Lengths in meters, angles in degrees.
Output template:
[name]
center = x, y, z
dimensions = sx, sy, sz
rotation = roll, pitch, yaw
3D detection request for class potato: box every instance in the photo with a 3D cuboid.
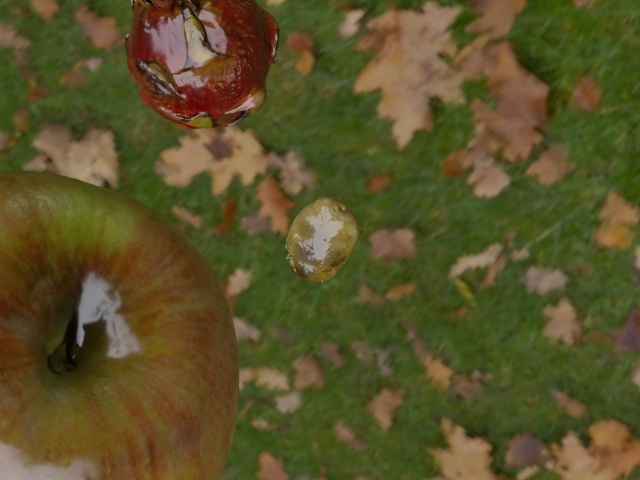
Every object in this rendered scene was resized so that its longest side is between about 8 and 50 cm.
[potato]
center = 0.000, 0.000, 1.167
dimensions = 0.051, 0.040, 0.083
rotation = 28, 137, 1

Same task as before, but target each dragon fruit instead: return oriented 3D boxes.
[dragon fruit]
center = -0.111, -0.174, 1.228
dimensions = 0.125, 0.125, 0.246
rotation = 42, 174, 31

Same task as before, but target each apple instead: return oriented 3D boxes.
[apple]
center = -0.274, 0.134, 1.428
dimensions = 0.400, 0.400, 0.333
rotation = 46, 146, -4
